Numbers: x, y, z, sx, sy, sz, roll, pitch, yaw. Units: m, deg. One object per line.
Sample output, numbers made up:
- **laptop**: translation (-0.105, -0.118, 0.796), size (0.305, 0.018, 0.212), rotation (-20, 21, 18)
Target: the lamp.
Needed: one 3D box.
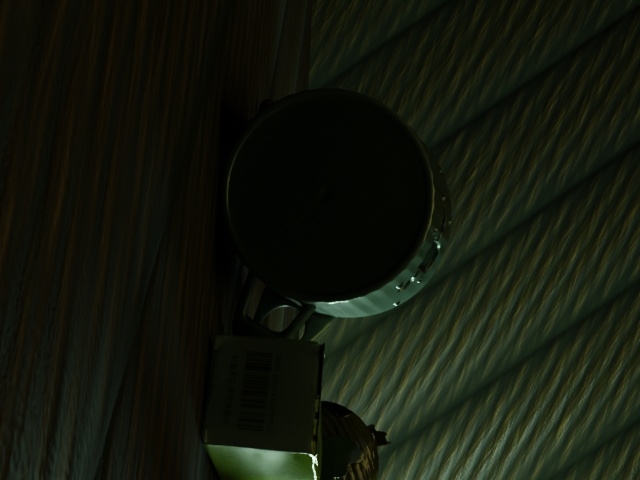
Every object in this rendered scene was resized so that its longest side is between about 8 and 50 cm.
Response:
- **lamp**: translation (0.023, 0.443, 2.070), size (0.250, 0.284, 0.250), rotation (42, -38, 46)

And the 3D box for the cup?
- **cup**: translation (0.025, -0.002, 1.376), size (0.392, 0.310, 0.400), rotation (17, 73, -83)

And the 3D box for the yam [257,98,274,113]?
- **yam**: translation (-0.091, -0.184, 1.624), size (0.145, 0.032, 0.032), rotation (-87, 179, -54)

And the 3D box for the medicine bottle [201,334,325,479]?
- **medicine bottle**: translation (-0.064, 0.219, 1.254), size (0.250, 0.141, 0.137), rotation (88, 8, -66)
